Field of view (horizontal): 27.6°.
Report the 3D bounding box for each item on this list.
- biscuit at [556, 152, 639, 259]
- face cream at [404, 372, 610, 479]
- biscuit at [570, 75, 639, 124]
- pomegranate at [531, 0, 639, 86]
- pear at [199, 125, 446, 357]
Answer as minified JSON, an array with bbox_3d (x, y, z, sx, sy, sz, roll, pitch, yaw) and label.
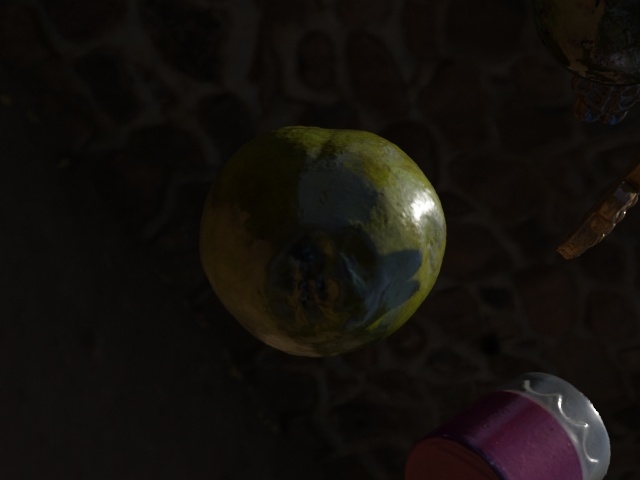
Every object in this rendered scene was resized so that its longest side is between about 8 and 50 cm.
[{"bbox_3d":[0.444,-0.081,1.851,0.044,0.289,0.202,41,-9,5],"label":"biscuit"},{"bbox_3d":[0.224,0.269,1.552,0.195,0.175,0.175,-26,104,-40],"label":"face cream"},{"bbox_3d":[0.365,-0.217,1.571,0.026,0.124,0.175,-117,-144,-52],"label":"biscuit"},{"bbox_3d":[0.332,-0.266,1.391,0.179,0.210,0.179,15,56,-23],"label":"pomegranate"},{"bbox_3d":[0.000,0.000,1.881,0.413,0.352,0.352,-76,148,-61],"label":"pear"}]
